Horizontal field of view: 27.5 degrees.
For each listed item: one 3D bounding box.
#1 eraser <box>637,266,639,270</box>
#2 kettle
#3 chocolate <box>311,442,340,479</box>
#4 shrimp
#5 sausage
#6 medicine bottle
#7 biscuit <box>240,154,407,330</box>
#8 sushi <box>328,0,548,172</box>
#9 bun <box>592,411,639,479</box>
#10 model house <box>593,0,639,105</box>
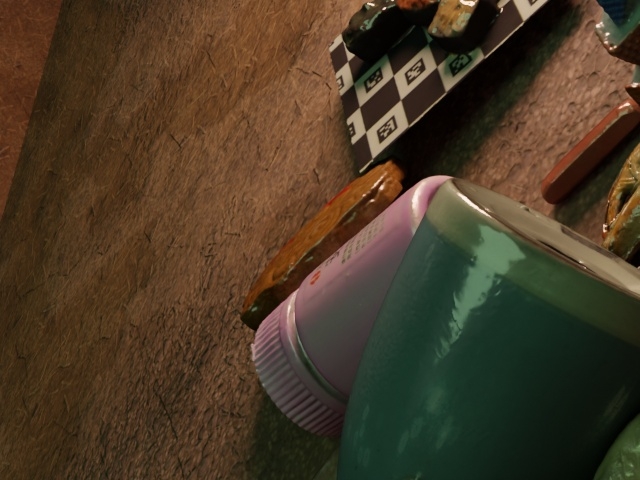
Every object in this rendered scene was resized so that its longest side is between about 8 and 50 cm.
[{"bbox_3d":[0.331,0.028,1.179,0.122,0.029,0.052,-39,37,38],"label":"eraser"},{"bbox_3d":[0.151,0.151,1.160,0.247,0.319,0.342,32,103,20],"label":"kettle"},{"bbox_3d":[-0.004,0.334,1.440,0.261,0.083,0.161,-58,27,13],"label":"chocolate"},{"bbox_3d":[0.298,-0.030,1.268,0.180,0.041,0.099,-63,27,5],"label":"shrimp"},{"bbox_3d":[0.282,-0.092,1.354,0.147,0.035,0.030,-49,11,28],"label":"sausage"},{"bbox_3d":[0.076,0.077,1.413,0.290,0.178,0.178,-42,36,38],"label":"medicine bottle"},{"bbox_3d":[-0.001,-0.001,1.621,0.273,0.049,0.257,-46,5,14],"label":"biscuit"},{"bbox_3d":[0.131,-0.305,1.663,0.359,0.064,0.343,-42,30,22],"label":"sushi"},{"bbox_3d":[0.305,0.210,0.978,0.237,0.116,0.210,-31,36,6],"label":"bun"},{"bbox_3d":[0.334,-0.202,1.260,0.119,0.148,0.149,11,91,56],"label":"model house"}]
